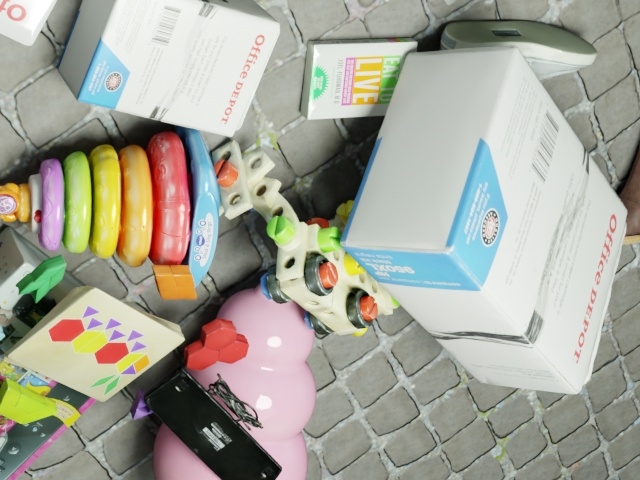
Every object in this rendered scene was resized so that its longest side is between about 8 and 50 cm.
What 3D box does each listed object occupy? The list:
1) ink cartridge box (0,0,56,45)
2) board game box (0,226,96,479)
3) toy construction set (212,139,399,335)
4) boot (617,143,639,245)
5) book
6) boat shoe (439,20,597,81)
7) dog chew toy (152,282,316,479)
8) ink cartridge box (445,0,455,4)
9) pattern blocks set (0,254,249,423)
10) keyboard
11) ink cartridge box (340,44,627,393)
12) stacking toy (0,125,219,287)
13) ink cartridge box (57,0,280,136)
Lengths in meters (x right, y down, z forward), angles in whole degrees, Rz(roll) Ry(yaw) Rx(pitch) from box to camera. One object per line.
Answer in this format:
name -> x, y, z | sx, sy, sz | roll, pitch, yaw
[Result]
ink cartridge box -> -0.310, -0.363, 1.270 | 0.198, 0.197, 0.270 | 24, 105, -32
board game box -> -0.396, 0.164, 1.632 | 0.303, 0.097, 0.224 | -44, 131, 3
toy construction set -> 0.000, 0.000, 1.694 | 0.151, 0.215, 0.328 | -22, 143, 40
boot -> 0.473, -0.112, 1.982 | 0.248, 0.090, 0.207 | -15, 113, -20
book -> 0.048, -0.204, 1.698 | 0.144, 0.035, 0.096 | -6, 118, -25
boat shoe -> 0.251, -0.235, 1.769 | 0.227, 0.079, 0.081 | 0, 128, -24
dog chew toy -> -0.097, 0.213, 1.774 | 0.207, 0.206, 0.332 | 5, 109, -32
ink cartridge box -> 0.175, -0.453, 1.519 | 0.309, 0.130, 0.272 | -46, 157, 3
pattern blocks set -> -0.256, 0.119, 1.568 | 0.285, 0.026, 0.325 | -32, 142, 7
keyboard -> -0.119, 0.226, 1.668 | 0.100, 0.038, 0.192 | -36, 108, 20
ink cartridge box -> 0.224, -0.015, 1.730 | 0.395, 0.166, 0.285 | 45, 57, -45
stacking toy -> -0.274, -0.045, 1.553 | 0.302, 0.166, 0.175 | 0, 123, -17
ink cartridge box -> -0.169, -0.215, 1.526 | 0.203, 0.086, 0.148 | 11, 114, -36
